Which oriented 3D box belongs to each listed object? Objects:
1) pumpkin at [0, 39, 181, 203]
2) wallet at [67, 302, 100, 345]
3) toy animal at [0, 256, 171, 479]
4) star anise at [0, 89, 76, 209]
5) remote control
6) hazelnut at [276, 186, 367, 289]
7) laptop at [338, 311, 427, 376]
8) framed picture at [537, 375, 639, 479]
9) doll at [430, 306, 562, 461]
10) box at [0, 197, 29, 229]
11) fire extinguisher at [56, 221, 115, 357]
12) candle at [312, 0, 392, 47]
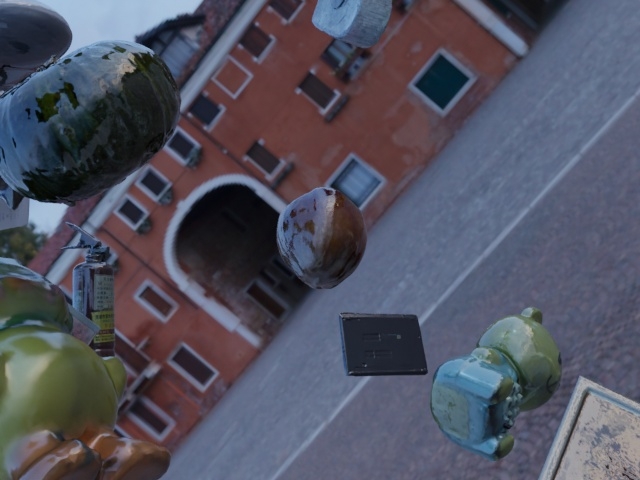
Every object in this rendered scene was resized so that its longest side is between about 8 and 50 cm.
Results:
[{"bbox_3d":[-0.258,-0.131,0.892,0.223,0.157,0.224,-21,25,10],"label":"pumpkin"},{"bbox_3d":[-0.446,0.128,1.278,0.020,0.196,0.103,8,60,44],"label":"wallet"},{"bbox_3d":[-0.330,0.162,0.855,0.191,0.338,0.216,-51,-28,14],"label":"toy animal"},{"bbox_3d":[-0.406,-0.121,1.027,0.073,0.212,0.197,-45,-8,29],"label":"star anise"},{"bbox_3d":[-0.548,-0.312,1.315,0.332,0.104,0.221,-17,-10,43],"label":"remote control"},{"bbox_3d":[0.000,0.000,1.189,0.143,0.143,0.154,-50,-12,-19],"label":"hazelnut"},{"bbox_3d":[0.131,0.213,1.667,0.016,0.197,0.135,-37,55,55],"label":"laptop"},{"bbox_3d":[0.396,0.291,0.898,0.211,0.289,0.020,-50,-22,-40],"label":"framed picture"},{"bbox_3d":[0.312,0.237,1.392,0.161,0.177,0.260,15,32,44],"label":"doll"},{"bbox_3d":[-0.694,-0.106,1.609,0.203,0.116,0.274,-14,-13,-23],"label":"box"},{"bbox_3d":[-0.426,0.088,1.454,0.075,0.106,0.252,151,117,-75],"label":"fire extinguisher"},{"bbox_3d":[0.053,-0.394,1.321,0.168,0.068,0.192,-33,49,55],"label":"candle"}]
